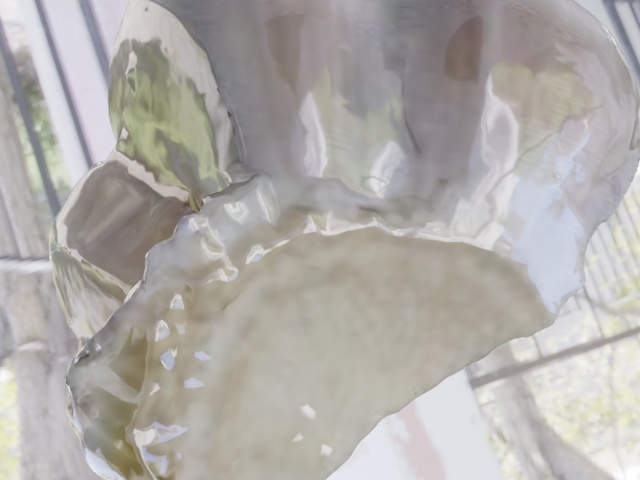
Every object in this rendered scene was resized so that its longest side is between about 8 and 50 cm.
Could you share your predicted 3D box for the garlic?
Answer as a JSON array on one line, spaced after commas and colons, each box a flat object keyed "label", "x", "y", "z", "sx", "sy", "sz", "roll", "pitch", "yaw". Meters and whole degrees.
[{"label": "garlic", "x": 0.000, "y": 0.000, "z": 0.475, "sx": 0.210, "sy": 0.238, "sz": 0.292, "roll": 12, "pitch": -166, "yaw": -8}]
